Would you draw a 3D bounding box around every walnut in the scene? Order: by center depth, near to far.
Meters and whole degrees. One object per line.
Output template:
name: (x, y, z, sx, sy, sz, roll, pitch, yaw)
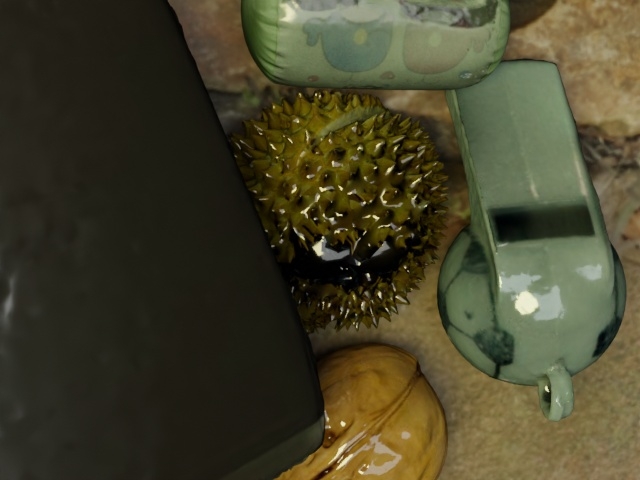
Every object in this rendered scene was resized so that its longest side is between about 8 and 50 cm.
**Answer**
walnut: (0.021, 0.169, 0.902, 0.180, 0.144, 0.144, -37, 105, -2)

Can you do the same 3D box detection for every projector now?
projector: (-0.252, 0.030, 0.719, 0.395, 0.242, 0.405, -27, 101, -25)

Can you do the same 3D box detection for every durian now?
durian: (0.000, 0.000, 0.871, 0.194, 0.138, 0.237, 11, 97, -15)

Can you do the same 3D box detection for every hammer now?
hammer: (0.044, -0.283, 0.863, 0.207, 0.119, 0.335, 1, 91, -14)

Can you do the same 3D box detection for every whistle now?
whistle: (0.166, 0.011, 0.926, 0.164, 0.163, 0.289, 0, 61, -14)
